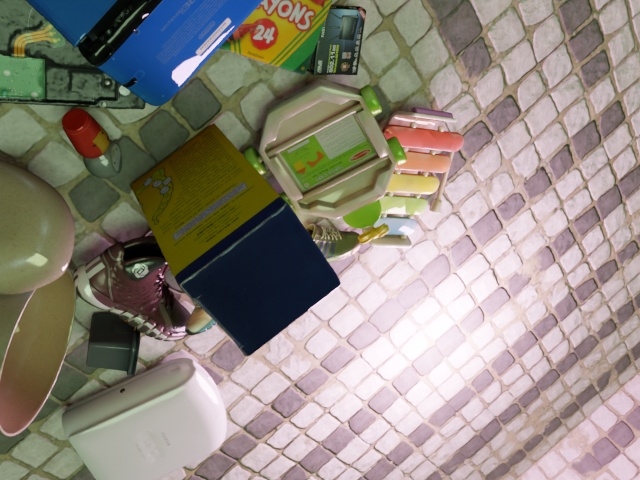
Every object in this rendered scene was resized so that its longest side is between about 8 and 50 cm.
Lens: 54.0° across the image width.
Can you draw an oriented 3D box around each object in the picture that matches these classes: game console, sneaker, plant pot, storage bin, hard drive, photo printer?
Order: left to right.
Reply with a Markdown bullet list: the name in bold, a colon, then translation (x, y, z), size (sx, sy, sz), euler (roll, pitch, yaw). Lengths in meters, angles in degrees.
- **plant pot**: translation (-0.556, 0.161, 1.042), size (0.190, 0.284, 0.284), euler (13, 115, -3)
- **hard drive**: translation (-0.426, -0.320, 0.920), size (0.338, 0.064, 0.237), euler (-4, 120, -27)
- **storage bin**: translation (-0.397, 0.188, 1.209), size (0.091, 0.135, 0.098), euler (7, 115, -20)
- **game console**: translation (-0.246, -0.387, 0.904), size (0.293, 0.173, 0.250), euler (-45, 157, 6)
- **photo printer**: translation (-0.361, 0.403, 1.369), size (0.307, 0.107, 0.256), euler (-23, 127, -14)
- **sneaker**: translation (-0.302, 0.086, 1.177), size (0.162, 0.106, 0.281), euler (-39, 140, 12)
- **sneaker**: translation (-0.222, 0.103, 1.255), size (0.083, 0.071, 0.191), euler (55, 47, -27)
- **sneaker**: translation (0.000, 0.000, 1.339), size (0.192, 0.064, 0.086), euler (-16, 130, -15)

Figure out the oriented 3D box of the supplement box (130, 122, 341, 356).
- **supplement box**: translation (-0.155, -0.015, 1.060), size (0.195, 0.356, 0.194), euler (-37, 129, -4)

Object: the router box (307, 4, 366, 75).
- **router box**: translation (0.028, -0.365, 1.148), size (0.092, 0.038, 0.122), euler (-7, 122, -23)

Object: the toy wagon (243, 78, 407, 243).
- **toy wagon**: translation (0.029, -0.137, 1.219), size (0.267, 0.068, 0.344), euler (-25, 125, 13)

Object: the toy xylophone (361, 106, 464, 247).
- **toy xylophone**: translation (0.204, -0.138, 1.353), size (0.236, 0.081, 0.323), euler (-6, 122, -25)

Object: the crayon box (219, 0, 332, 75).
- **crayon box**: translation (-0.069, -0.452, 1.017), size (0.202, 0.081, 0.319), euler (9, 114, -31)

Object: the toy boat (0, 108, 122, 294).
- **toy boat**: translation (-0.445, -0.061, 0.989), size (0.318, 0.267, 0.148), euler (-49, 162, -16)
